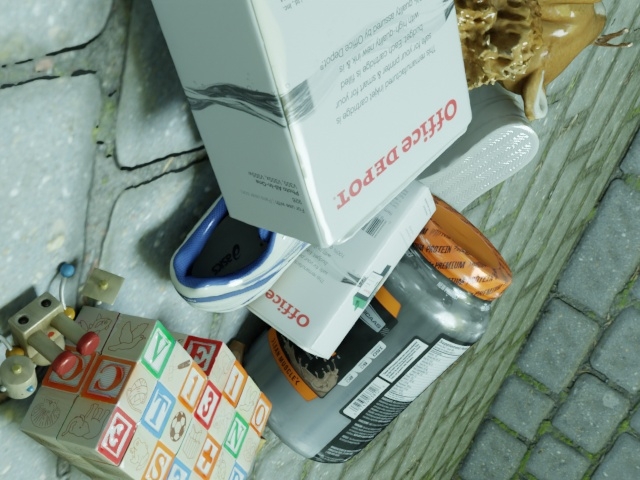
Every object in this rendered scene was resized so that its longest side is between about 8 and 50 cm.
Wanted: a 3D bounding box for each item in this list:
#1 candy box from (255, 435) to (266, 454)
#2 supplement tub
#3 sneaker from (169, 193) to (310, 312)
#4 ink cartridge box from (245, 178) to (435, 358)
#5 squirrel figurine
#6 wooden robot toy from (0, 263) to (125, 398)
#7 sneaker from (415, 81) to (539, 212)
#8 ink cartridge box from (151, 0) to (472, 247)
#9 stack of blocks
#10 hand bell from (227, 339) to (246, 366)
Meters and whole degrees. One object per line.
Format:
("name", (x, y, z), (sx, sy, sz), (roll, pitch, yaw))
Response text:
("candy box", (-0.166, 0.345, 1.228), (0.186, 0.053, 0.109), (-53, 157, -5))
("supplement tub", (0.071, 0.110, 1.098), (0.338, 0.207, 0.207), (-48, 161, 19))
("sneaker", (-0.026, -0.039, 0.848), (0.296, 0.112, 0.131), (-47, 172, -2))
("ink cartridge box", (0.000, 0.000, 0.960), (0.219, 0.160, 0.092), (-54, 159, -4))
("squirrel figurine", (0.229, -0.313, 0.954), (0.397, 0.281, 0.370), (-25, 155, -29))
("wooden robot toy", (-0.239, 0.095, 0.733), (0.173, 0.076, 0.079), (-41, 164, -32))
("sneaker", (0.147, -0.114, 1.167), (0.293, 0.169, 0.108), (-30, 129, 22))
("ink cartridge box", (-0.005, -0.172, 0.650), (0.211, 0.122, 0.289), (-41, 131, -33))
("stack of blocks", (-0.161, 0.181, 0.883), (0.297, 0.087, 0.171), (64, 40, -53))
("hand bell", (-0.158, 0.236, 1.073), (0.242, 0.126, 0.126), (-63, 160, -18))
